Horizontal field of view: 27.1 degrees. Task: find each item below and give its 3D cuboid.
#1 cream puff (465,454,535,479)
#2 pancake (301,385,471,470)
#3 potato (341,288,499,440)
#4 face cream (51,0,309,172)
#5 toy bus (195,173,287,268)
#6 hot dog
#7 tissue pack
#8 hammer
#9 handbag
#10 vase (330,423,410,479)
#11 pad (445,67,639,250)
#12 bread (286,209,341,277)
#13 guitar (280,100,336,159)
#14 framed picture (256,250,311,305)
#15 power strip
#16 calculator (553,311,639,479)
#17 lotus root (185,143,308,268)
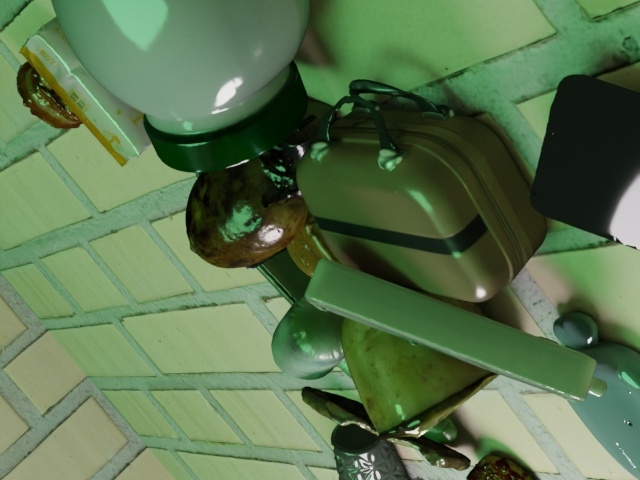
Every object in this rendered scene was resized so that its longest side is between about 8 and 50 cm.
[{"bbox_3d":[0.290,0.411,2.122,0.149,0.084,0.149,34,152,21],"label":"cream puff"},{"bbox_3d":[0.107,0.310,2.167,0.288,0.033,0.286,24,-179,-41],"label":"pancake"},{"bbox_3d":[0.132,0.140,1.809,0.242,0.285,0.242,7,103,31],"label":"potato"},{"bbox_3d":[-0.166,-0.280,1.590,0.312,0.219,0.357,-4,128,23],"label":"face cream"},{"bbox_3d":[-0.129,-0.057,2.066,0.194,0.087,0.089,63,165,-15],"label":"toy bus"},{"bbox_3d":[-0.454,-0.257,2.281,0.146,0.103,0.213,52,154,-11],"label":"hot dog"},{"bbox_3d":[-0.285,-0.251,1.913,0.225,0.185,0.124,50,155,-8],"label":"tissue pack"},{"bbox_3d":[0.075,0.220,2.108,0.335,0.119,0.206,38,160,3],"label":"hammer"},{"bbox_3d":[0.101,-0.072,1.611,0.302,0.149,0.283,15,139,53],"label":"handbag"},{"bbox_3d":[0.097,0.453,2.457,0.251,0.156,0.301,-122,13,-53],"label":"vase"},{"bbox_3d":[0.247,-0.120,1.401,0.323,0.055,0.250,38,155,20],"label":"pad"},{"bbox_3d":[0.000,0.000,1.978,0.140,0.069,0.128,51,156,-7],"label":"bread"},{"bbox_3d":[-0.085,-0.197,1.819,0.271,0.084,0.038,37,157,34],"label":"guitar"},{"bbox_3d":[0.019,0.107,2.172,0.315,0.024,0.232,48,156,0],"label":"framed picture"},{"bbox_3d":[0.169,0.114,1.637,0.385,0.062,0.091,20,173,6],"label":"power strip"},{"bbox_3d":[0.390,0.214,1.703,0.299,0.041,0.185,54,155,-13],"label":"calculator"},{"bbox_3d":[-0.110,-0.049,1.905,0.314,0.141,0.169,-37,51,43],"label":"lotus root"}]
